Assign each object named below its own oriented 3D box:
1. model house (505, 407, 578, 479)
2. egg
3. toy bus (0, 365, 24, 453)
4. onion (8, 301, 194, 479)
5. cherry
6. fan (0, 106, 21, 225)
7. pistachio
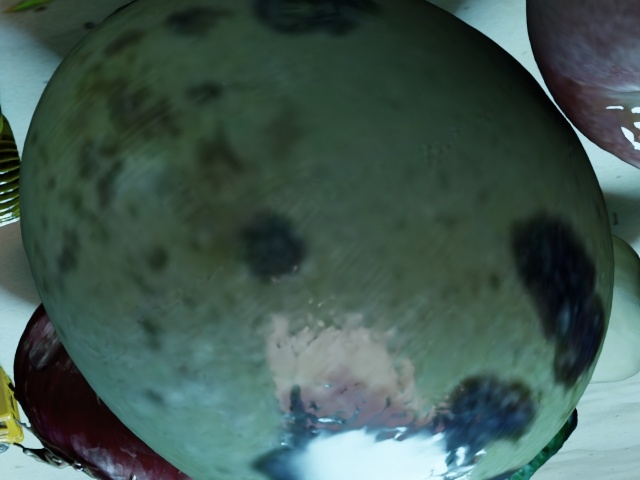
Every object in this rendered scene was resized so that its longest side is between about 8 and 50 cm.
[{"bbox_3d":[0.058,0.120,1.641,0.291,0.184,0.253,47,160,-29],"label":"model house"},{"bbox_3d":[0.000,0.000,1.128,0.345,0.345,0.428,-26,137,23],"label":"egg"},{"bbox_3d":[-0.358,0.167,1.594,0.162,0.069,0.074,-14,154,-5],"label":"toy bus"},{"bbox_3d":[-0.089,0.112,1.423,0.314,0.314,0.232,17,99,-49],"label":"onion"},{"bbox_3d":[0.231,-0.167,1.069,0.206,0.239,0.239,-5,160,23],"label":"cherry"},{"bbox_3d":[-0.225,-0.072,1.173,0.039,0.082,0.155,-15,144,-12],"label":"fan"},{"bbox_3d":[0.238,0.057,1.613,0.144,0.144,0.215,-27,141,24],"label":"pistachio"}]
